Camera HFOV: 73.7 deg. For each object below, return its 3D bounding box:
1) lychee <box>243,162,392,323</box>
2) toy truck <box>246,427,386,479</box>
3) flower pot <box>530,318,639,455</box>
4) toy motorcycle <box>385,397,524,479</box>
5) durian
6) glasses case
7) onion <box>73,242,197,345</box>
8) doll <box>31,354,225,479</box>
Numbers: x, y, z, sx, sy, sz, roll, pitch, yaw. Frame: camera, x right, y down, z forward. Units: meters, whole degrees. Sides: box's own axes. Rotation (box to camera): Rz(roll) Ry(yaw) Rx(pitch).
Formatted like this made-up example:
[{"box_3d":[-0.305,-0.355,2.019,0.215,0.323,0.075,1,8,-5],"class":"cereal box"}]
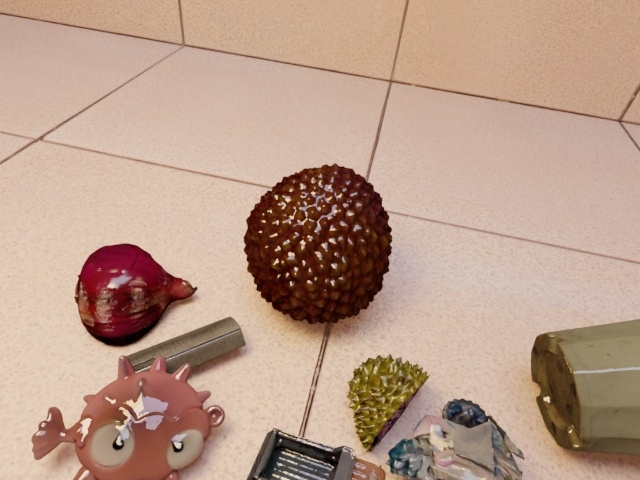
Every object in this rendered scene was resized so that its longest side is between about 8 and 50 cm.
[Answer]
[{"box_3d":[0.000,0.000,0.856,0.306,0.306,0.330,-11,67,-20],"class":"lychee"},{"box_3d":[-0.003,0.340,0.608,0.192,0.092,0.083,12,41,14],"class":"toy truck"},{"box_3d":[0.512,0.243,0.705,0.259,0.290,0.290,-6,41,5],"class":"flower pot"},{"box_3d":[0.198,0.347,0.633,0.204,0.108,0.239,1,16,-14],"class":"toy motorcycle"},{"box_3d":[0.100,0.245,0.720,0.108,0.119,0.187,37,50,24],"class":"durian"},{"box_3d":[-0.243,0.197,0.761,0.205,0.047,0.071,-18,17,-27],"class":"glasses case"},{"box_3d":[-0.352,0.090,0.831,0.218,0.139,0.195,-3,35,-17],"class":"onion"},{"box_3d":[-0.277,0.278,0.636,0.262,0.093,0.211,6,60,-12],"class":"doll"}]
